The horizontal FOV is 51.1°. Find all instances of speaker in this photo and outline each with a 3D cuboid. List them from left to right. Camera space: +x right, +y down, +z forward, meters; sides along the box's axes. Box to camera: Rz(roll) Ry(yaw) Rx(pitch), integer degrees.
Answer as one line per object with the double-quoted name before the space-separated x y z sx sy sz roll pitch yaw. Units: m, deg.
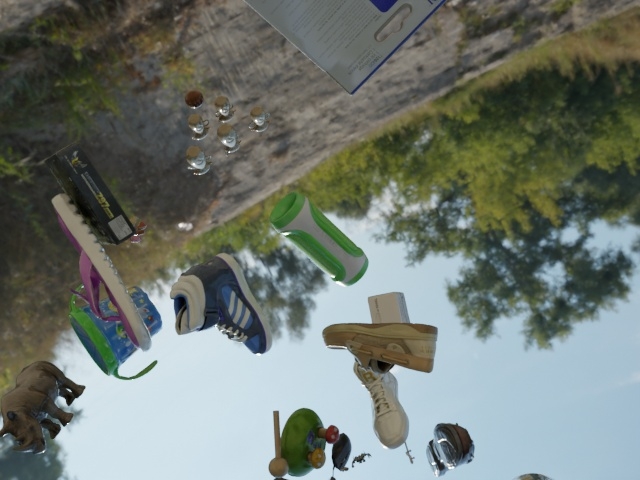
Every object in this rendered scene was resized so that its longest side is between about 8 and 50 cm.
"speaker" 0.000 0.000 1.851 0.131 0.296 0.131 -37 -153 22

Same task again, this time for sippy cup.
"sippy cup" -0.626 0.265 2.091 0.224 0.306 0.240 -35 -137 -28

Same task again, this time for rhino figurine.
"rhino figurine" -0.454 0.269 1.068 0.073 0.106 0.243 -51 -165 7

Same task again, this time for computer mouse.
"computer mouse" 0.049 0.634 1.844 0.041 0.071 0.242 -5 -143 20

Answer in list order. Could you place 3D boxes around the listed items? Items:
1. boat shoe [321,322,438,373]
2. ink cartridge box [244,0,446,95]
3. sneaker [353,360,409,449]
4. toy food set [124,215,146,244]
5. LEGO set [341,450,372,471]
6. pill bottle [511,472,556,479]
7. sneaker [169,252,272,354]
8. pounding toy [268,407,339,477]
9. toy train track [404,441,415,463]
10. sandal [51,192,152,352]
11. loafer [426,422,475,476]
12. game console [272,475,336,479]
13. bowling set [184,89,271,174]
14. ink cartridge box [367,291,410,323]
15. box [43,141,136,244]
"boat shoe" 0.118 0.243 1.501 0.121 0.110 0.341 10 168 -34
"ink cartridge box" 0.046 -0.463 1.170 0.303 0.307 0.072 -42 -150 24
"sneaker" 0.154 0.428 1.857 0.108 0.169 0.292 -31 -154 11
"toy food set" -0.585 -0.025 2.085 0.122 0.077 0.019 -57 170 -50
"LEGO set" 0.084 0.517 1.578 0.083 0.023 0.054 -10 160 -47
"pill bottle" 0.452 0.569 1.378 0.162 0.162 0.278 -27 167 4
"sneaker" -0.280 0.217 1.777 0.130 0.323 0.236 -2 -154 46
"pounding toy" -0.028 0.542 1.776 0.110 0.183 0.237 -1 167 32
"toy train track" 0.250 0.590 1.894 0.014 0.048 0.083 -27 -132 12
"sandal" -0.489 0.084 1.442 0.102 0.416 0.169 -31 158 -15
"loafer" 0.330 0.501 1.633 0.095 0.109 0.303 -13 153 -10
"game console" -0.107 0.884 2.152 0.293 0.173 0.250 -59 177 -42
"bowling set" -0.305 -0.350 1.972 0.287 0.200 0.154 -31 169 -6
"ink cartridge box" 0.204 0.227 1.927 0.085 0.148 0.203 -12 173 12
"box" -0.515 -0.099 1.493 0.059 0.233 0.183 -37 -163 -25
